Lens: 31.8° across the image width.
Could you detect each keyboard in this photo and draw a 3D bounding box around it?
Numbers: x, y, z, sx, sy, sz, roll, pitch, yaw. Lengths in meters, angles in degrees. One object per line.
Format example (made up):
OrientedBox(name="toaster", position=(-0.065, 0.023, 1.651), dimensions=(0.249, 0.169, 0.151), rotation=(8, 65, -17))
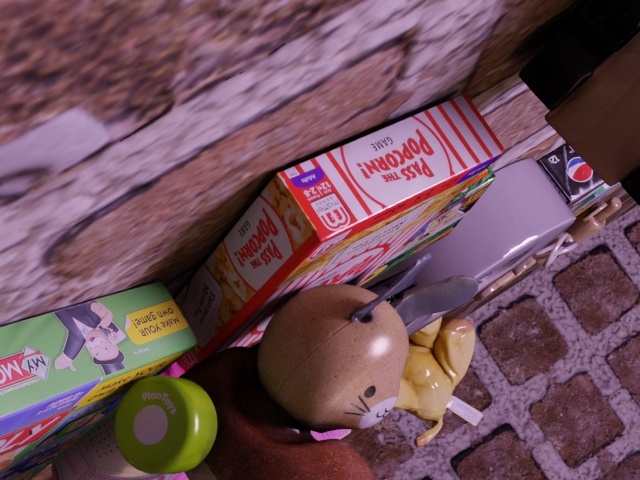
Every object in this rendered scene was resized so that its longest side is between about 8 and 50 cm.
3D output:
OrientedBox(name="keyboard", position=(0.009, 0.064, 0.780), dimensions=(0.100, 0.038, 0.192), rotation=(-26, 178, -32))

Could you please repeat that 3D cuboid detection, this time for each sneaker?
OrientedBox(name="sneaker", position=(-0.135, 0.141, 0.800), dimensions=(0.111, 0.103, 0.252), rotation=(-28, 163, -7))

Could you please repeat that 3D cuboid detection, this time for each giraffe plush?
OrientedBox(name="giraffe plush", position=(0.112, 0.166, 1.551), dimensions=(0.181, 0.210, 0.170), rotation=(-43, -154, -14))

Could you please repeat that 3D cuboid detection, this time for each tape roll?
OrientedBox(name="tape roll", position=(0.133, 0.013, 1.075), dimensions=(0.219, 0.072, 0.219), rotation=(-32, 171, -6))

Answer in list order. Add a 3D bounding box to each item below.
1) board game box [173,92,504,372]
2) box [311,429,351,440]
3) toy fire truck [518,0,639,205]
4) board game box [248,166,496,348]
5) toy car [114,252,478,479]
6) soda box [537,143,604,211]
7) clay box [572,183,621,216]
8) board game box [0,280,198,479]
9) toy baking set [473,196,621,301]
OrientedBox(name="board game box", position=(0.000, 0.000, 0.667), dimensions=(0.147, 0.045, 0.193), rotation=(-26, 168, -36))
OrientedBox(name="box", position=(-0.126, 0.260, 1.303), dimensions=(0.243, 0.117, 0.213), rotation=(-26, 168, -39))
OrientedBox(name="toy fire truck", position=(0.272, -0.137, 0.639), dimensions=(0.246, 0.158, 0.217), rotation=(-41, 176, -36))
OrientedBox(name="board game box", position=(0.010, 0.024, 0.869), dimensions=(0.260, 0.030, 0.136), rotation=(-30, 171, -17))
OrientedBox(name="toy car", position=(0.013, 0.085, 0.622), dimensions=(0.188, 0.149, 0.155), rotation=(-46, 157, 9))
OrientedBox(name="soda box", position=(0.233, -0.044, 1.169), dimensions=(0.060, 0.053, 0.169), rotation=(-30, 170, -20))
OrientedBox(name="clay box", position=(0.264, -0.031, 1.325), dimensions=(0.127, 0.053, 0.222), rotation=(-26, 167, -45))
OrientedBox(name="board game box", position=(-0.225, 0.119, 0.530), dimensions=(0.213, 0.046, 0.317), rotation=(-38, 169, 29))
OrientedBox(name="toy baking set", position=(0.290, 0.012, 1.385), dimensions=(0.197, 0.030, 0.256), rotation=(-31, 172, -46))
